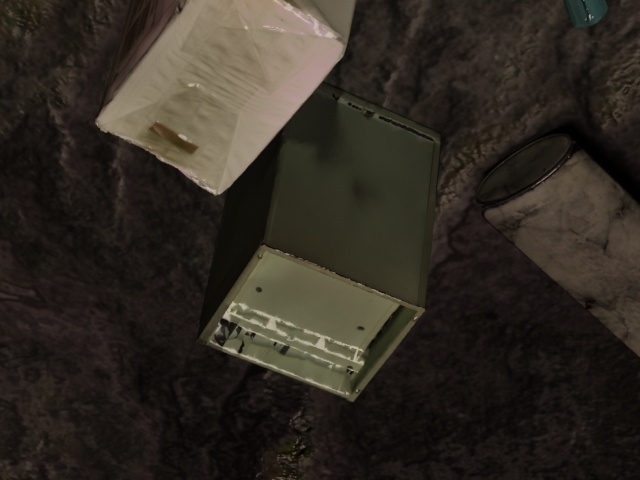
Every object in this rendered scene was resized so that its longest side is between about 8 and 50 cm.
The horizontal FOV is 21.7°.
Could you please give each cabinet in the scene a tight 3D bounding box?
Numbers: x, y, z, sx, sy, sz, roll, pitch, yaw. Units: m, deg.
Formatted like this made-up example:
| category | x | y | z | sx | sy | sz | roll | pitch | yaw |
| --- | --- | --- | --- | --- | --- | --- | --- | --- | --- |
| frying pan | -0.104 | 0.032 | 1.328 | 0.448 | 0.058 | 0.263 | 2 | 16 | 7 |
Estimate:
| category | x | y | z | sx | sy | sz | roll | pitch | yaw |
| --- | --- | --- | --- | --- | --- | --- | --- | --- | --- |
| cabinet | 0.000 | 0.000 | 1.398 | 0.145 | 0.206 | 0.150 | 23 | 134 | -14 |

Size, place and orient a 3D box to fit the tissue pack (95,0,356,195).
| category | x | y | z | sx | sy | sz | roll | pitch | yaw |
| --- | --- | --- | --- | --- | --- | --- | --- | --- | --- |
| tissue pack | -0.055 | -0.182 | 1.210 | 0.124 | 0.225 | 0.185 | 29 | 133 | -20 |

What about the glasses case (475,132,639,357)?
| category | x | y | z | sx | sy | sz | roll | pitch | yaw |
| --- | --- | --- | --- | --- | --- | --- | --- | --- | --- |
| glasses case | 0.274 | 0.022 | 1.480 | 0.114 | 0.060 | 0.299 | -32 | 123 | 34 |

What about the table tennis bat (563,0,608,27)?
| category | x | y | z | sx | sy | sz | roll | pitch | yaw |
| --- | --- | --- | --- | --- | --- | --- | --- | --- | --- |
| table tennis bat | 0.169 | -0.242 | 1.252 | 0.124 | 0.033 | 0.201 | -14 | 129 | 24 |
